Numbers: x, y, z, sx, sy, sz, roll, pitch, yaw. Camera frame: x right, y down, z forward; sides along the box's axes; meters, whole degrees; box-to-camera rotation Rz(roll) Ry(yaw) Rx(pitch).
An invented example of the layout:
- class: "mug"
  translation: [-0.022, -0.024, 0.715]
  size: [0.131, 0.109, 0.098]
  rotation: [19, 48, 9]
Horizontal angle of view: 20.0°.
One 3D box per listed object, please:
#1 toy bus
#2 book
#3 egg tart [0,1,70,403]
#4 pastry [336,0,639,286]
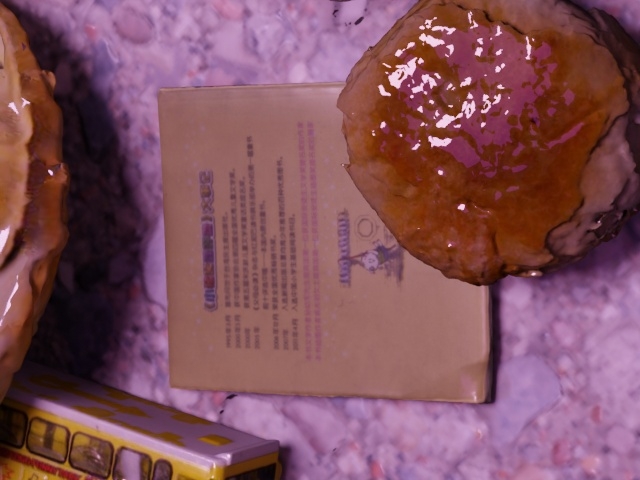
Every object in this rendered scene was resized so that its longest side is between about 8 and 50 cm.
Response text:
- class: "toy bus"
  translation: [-0.133, 0.117, 1.004]
  size: [0.226, 0.081, 0.074]
  rotation: [16, 98, 27]
- class: "book"
  translation: [0.000, 0.000, 0.956]
  size: [0.192, 0.013, 0.167]
  rotation: [1, 96, 26]
- class: "egg tart"
  translation: [-0.292, -0.006, 0.994]
  size: [0.345, 0.132, 0.345]
  rotation: [-12, 68, 32]
- class: "pastry"
  translation: [0.083, -0.053, 0.860]
  size: [0.153, 0.081, 0.153]
  rotation: [2, 104, 6]
